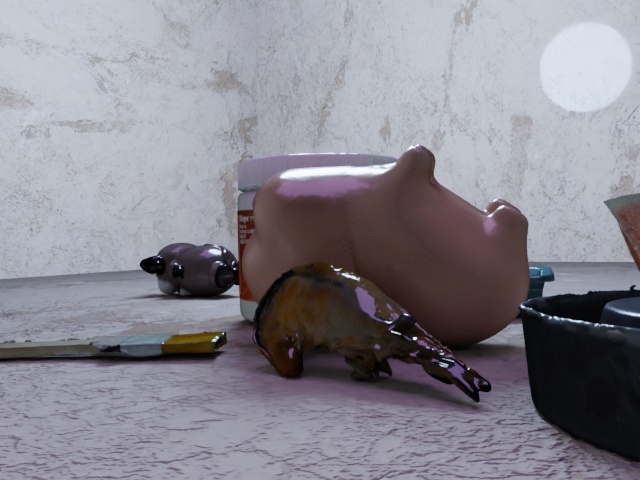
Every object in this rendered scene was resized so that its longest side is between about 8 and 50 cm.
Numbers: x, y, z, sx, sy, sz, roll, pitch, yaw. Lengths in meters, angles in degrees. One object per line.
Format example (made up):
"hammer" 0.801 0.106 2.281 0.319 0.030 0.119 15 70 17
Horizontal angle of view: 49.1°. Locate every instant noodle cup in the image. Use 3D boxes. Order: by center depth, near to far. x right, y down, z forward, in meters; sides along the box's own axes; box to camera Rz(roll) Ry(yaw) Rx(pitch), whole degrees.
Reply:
"instant noodle cup" 0.269 0.079 1.083 0.179 0.070 0.157 -1 2 17

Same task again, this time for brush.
"brush" -0.275 0.119 0.768 0.336 0.020 0.085 -2 1 2

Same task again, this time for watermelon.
"watermelon" 0.639 0.018 1.244 0.175 0.260 0.256 -16 -9 -28

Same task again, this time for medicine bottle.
"medicine bottle" 0.000 0.000 1.062 0.252 0.241 0.252 -2 0 0

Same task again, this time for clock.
"clock" 0.330 0.080 0.465 0.385 0.077 0.386 -1 1 0

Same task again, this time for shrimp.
"shrimp" 0.036 0.100 0.614 0.066 0.117 0.262 35 -1 -40

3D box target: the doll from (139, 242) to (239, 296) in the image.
"doll" -0.272 0.063 1.552 0.257 0.118 0.182 0 -1 38

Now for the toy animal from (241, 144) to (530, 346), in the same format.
"toy animal" 0.067 0.020 0.801 0.326 0.269 0.237 32 9 12
